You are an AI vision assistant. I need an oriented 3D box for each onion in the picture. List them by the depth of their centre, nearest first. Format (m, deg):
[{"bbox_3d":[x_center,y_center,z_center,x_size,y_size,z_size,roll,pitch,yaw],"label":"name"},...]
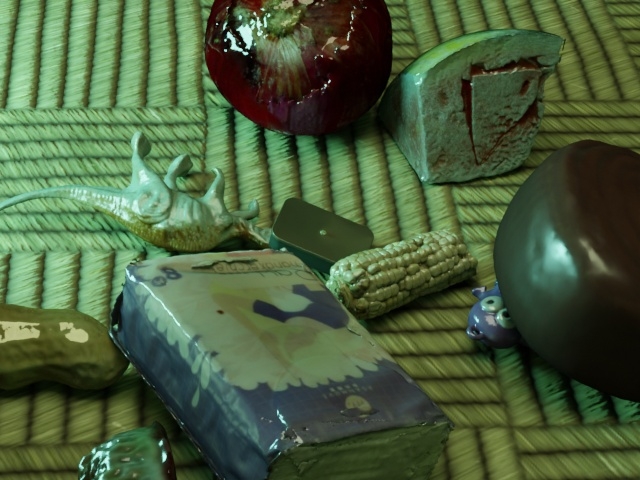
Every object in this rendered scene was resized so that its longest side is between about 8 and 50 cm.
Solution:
[{"bbox_3d":[-0.028,-0.277,2.091,0.276,0.276,0.276,2,39,-1],"label":"onion"}]

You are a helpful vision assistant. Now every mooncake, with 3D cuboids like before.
[{"bbox_3d":[0.363,0.035,1.729,0.334,0.174,0.326,39,35,15],"label":"mooncake"}]

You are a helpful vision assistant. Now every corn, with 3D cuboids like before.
[{"bbox_3d":[0.107,0.035,1.822,0.211,0.087,0.087,-20,44,-24],"label":"corn"}]

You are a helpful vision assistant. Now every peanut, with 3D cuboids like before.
[{"bbox_3d":[-0.322,0.122,1.686,0.214,0.090,0.098,4,45,3],"label":"peanut"}]

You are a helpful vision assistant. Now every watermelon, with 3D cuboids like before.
[{"bbox_3d":[0.211,-0.184,2.085,0.213,0.201,0.262,-12,-2,-15],"label":"watermelon"}]

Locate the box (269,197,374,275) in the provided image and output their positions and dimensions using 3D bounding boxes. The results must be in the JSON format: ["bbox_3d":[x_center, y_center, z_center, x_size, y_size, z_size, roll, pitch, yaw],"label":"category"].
[{"bbox_3d":[0.000,0.000,1.879,0.126,0.031,0.091,22,41,-1],"label":"box"}]

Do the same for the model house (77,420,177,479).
[{"bbox_3d":[-0.263,0.364,1.234,0.339,0.297,0.360,-9,41,-9],"label":"model house"}]

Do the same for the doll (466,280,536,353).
[{"bbox_3d":[0.247,0.084,1.789,0.206,0.067,0.110,-21,52,-42],"label":"doll"}]

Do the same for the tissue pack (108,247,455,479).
[{"bbox_3d":[-0.053,0.145,1.609,0.242,0.125,0.344,-4,35,-37],"label":"tissue pack"}]

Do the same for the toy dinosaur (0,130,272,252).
[{"bbox_3d":[-0.224,-0.057,1.919,0.393,0.092,0.205,3,44,-13],"label":"toy dinosaur"}]
